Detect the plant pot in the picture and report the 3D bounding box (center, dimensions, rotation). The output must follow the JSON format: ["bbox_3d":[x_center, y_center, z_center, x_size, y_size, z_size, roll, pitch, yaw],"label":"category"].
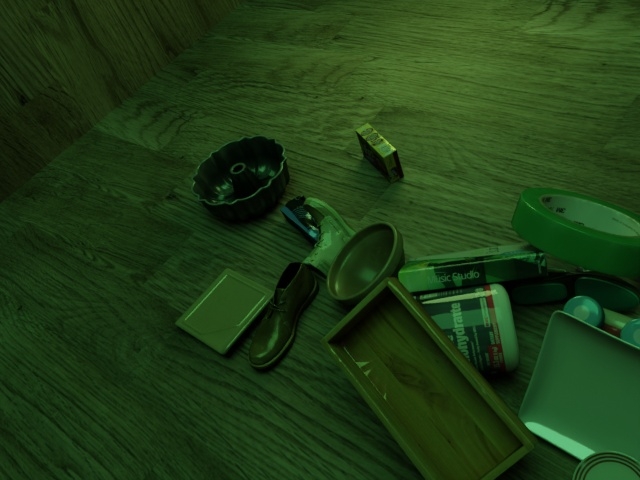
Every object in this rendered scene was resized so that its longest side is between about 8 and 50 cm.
[{"bbox_3d":[0.135,0.076,1.574,0.237,0.109,0.237,-38,29,26],"label":"plant pot"}]

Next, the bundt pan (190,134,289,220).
[{"bbox_3d":[-0.245,-0.189,2.011,0.330,0.124,0.331,-13,44,13],"label":"bundt pan"}]

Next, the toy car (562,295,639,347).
[{"bbox_3d":[0.558,0.258,1.225,0.210,0.219,0.238,24,90,37],"label":"toy car"}]

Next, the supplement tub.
[{"bbox_3d":[0.282,0.206,1.357,0.272,0.191,0.191,-11,45,13],"label":"supplement tub"}]

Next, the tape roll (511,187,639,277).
[{"bbox_3d":[0.601,-0.026,1.402,0.321,0.077,0.321,11,23,-5],"label":"tape roll"}]

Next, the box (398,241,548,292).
[{"bbox_3d":[0.357,0.060,1.465,0.322,0.059,0.232,-10,4,15],"label":"box"}]

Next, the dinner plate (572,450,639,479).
[{"bbox_3d":[0.527,0.451,1.113,0.141,0.017,0.141,-9,71,29],"label":"dinner plate"}]

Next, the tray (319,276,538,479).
[{"bbox_3d":[0.203,0.292,1.228,0.203,0.076,0.411,-46,68,15],"label":"tray"}]

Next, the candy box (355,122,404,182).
[{"bbox_3d":[0.182,-0.271,1.916,0.053,0.109,0.187,-31,45,-7],"label":"candy box"}]

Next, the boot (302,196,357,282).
[{"bbox_3d":[0.000,0.000,1.696,0.213,0.077,0.165,43,71,-2],"label":"boot"}]

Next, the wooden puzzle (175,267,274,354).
[{"bbox_3d":[-0.260,0.194,1.715,0.238,0.044,0.221,19,59,41],"label":"wooden puzzle"}]

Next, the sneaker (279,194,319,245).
[{"bbox_3d":[-0.032,-0.062,1.829,0.090,0.081,0.232,-39,45,-8],"label":"sneaker"}]

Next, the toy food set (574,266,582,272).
[{"bbox_3d":[0.634,0.043,1.484,0.078,0.019,0.122,-27,44,-3],"label":"toy food set"}]

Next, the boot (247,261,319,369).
[{"bbox_3d":[-0.111,0.185,1.604,0.112,0.115,0.305,10,54,28],"label":"boot"}]

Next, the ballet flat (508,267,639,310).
[{"bbox_3d":[0.574,0.096,1.413,0.280,0.095,0.096,3,38,25],"label":"ballet flat"}]

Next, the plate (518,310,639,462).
[{"bbox_3d":[0.526,0.293,1.135,0.278,0.277,0.045,26,31,34],"label":"plate"}]
